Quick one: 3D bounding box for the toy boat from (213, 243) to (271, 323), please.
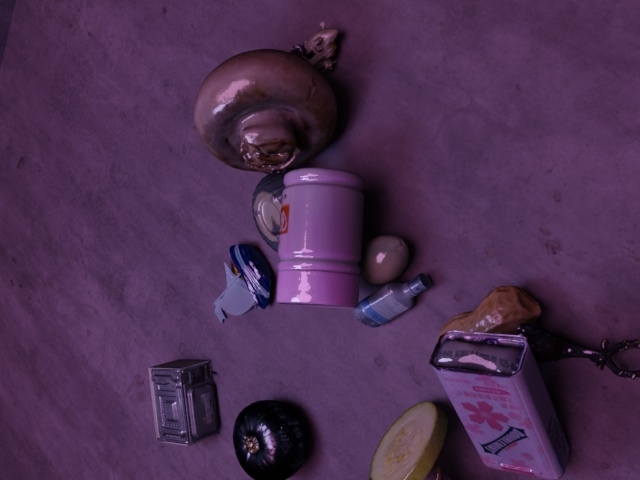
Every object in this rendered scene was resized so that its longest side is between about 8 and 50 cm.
[{"bbox_3d":[-0.256,0.151,2.021,0.291,0.067,0.221,-46,68,35],"label":"toy boat"}]

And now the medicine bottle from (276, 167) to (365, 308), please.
[{"bbox_3d":[0.000,0.000,1.616,0.202,0.202,0.316,-3,79,38],"label":"medicine bottle"}]

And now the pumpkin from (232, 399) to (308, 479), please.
[{"bbox_3d":[-0.145,0.565,1.907,0.233,0.163,0.233,2,93,37],"label":"pumpkin"}]

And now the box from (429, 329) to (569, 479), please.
[{"bbox_3d":[0.373,0.336,1.382,0.190,0.112,0.370,-1,131,36],"label":"box"}]

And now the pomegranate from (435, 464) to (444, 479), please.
[{"bbox_3d":[0.329,0.678,1.504,0.291,0.290,0.323,-60,35,25],"label":"pomegranate"}]

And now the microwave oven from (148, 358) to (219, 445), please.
[{"bbox_3d":[-0.432,0.510,2.141,0.193,0.145,0.241,-7,90,41],"label":"microwave oven"}]

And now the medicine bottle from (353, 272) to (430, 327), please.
[{"bbox_3d":[0.180,0.146,1.664,0.208,0.090,0.054,-36,30,34],"label":"medicine bottle"}]

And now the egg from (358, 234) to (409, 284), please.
[{"bbox_3d":[0.153,0.046,1.652,0.152,0.114,0.114,-43,68,45],"label":"egg"}]

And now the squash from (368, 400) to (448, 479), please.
[{"bbox_3d":[0.204,0.491,1.581,0.049,0.252,0.252,37,120,-6],"label":"squash"}]

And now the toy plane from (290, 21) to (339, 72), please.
[{"bbox_3d":[-0.046,-0.460,1.791,0.286,0.092,0.108,-34,98,33],"label":"toy plane"}]

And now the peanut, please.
[{"bbox_3d":[0.352,0.218,1.492,0.159,0.143,0.291,37,115,10],"label":"peanut"}]

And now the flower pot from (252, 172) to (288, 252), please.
[{"bbox_3d":[-0.084,-0.069,1.802,0.189,0.157,0.243,-35,77,37],"label":"flower pot"}]

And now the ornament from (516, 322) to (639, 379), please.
[{"bbox_3d":[0.521,0.216,1.332,0.236,0.202,0.080,6,78,36],"label":"ornament"}]

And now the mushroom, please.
[{"bbox_3d":[-0.134,-0.292,1.684,0.362,0.362,0.295,-31,51,36],"label":"mushroom"}]
